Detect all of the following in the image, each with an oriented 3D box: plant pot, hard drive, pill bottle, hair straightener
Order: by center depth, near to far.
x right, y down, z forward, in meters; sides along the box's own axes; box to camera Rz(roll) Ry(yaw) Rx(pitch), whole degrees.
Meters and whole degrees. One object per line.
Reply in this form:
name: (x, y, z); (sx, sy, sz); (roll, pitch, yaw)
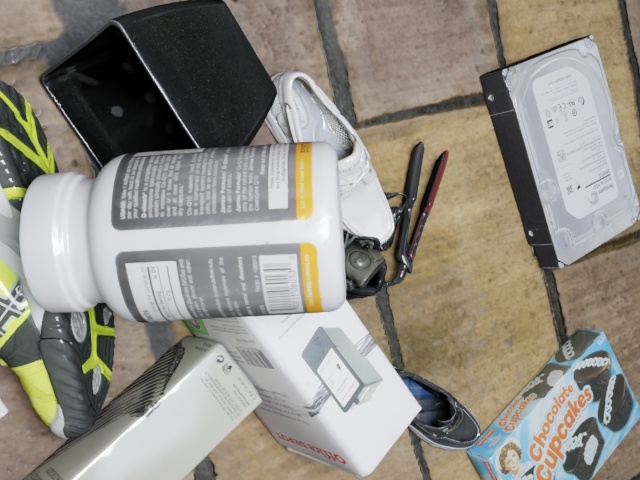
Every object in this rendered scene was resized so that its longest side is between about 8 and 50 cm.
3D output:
pill bottle: (-0.118, -0.006, 0.709); (0.278, 0.162, 0.162); (-3, 91, 3)
plant pot: (-0.163, -0.167, 0.857); (0.167, 0.188, 0.187); (-46, 112, -37)
hair straightener: (0.113, -0.038, 1.107); (0.089, 0.047, 0.230); (20, 84, -8)
hard drive: (0.412, -0.150, 1.274); (0.237, 0.064, 0.339); (-24, 102, -29)

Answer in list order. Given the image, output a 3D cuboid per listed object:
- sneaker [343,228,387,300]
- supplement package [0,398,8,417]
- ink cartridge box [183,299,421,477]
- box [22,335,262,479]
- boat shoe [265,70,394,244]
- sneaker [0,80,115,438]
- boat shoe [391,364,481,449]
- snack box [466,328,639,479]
sneaker: (0.000, 0.000, 0.978); (0.227, 0.130, 0.087); (41, 67, -22)
supplement package: (-0.447, 0.077, 0.669); (0.175, 0.177, 0.293); (-37, 108, -26)
ink cartridge box: (-0.037, 0.132, 0.909); (0.115, 0.198, 0.273); (-44, 111, -26)
box: (-0.207, 0.233, 0.855); (0.275, 0.113, 0.094); (-42, 109, -27)
boat shoe: (0.019, -0.099, 1.002); (0.098, 0.096, 0.277); (-42, 108, -16)
sneaker: (-0.326, 0.033, 0.792); (0.147, 0.145, 0.385); (-12, 106, 5)
boat shoe: (0.165, 0.246, 1.103); (0.228, 0.076, 0.080); (39, 70, -25)
snack box: (0.394, 0.316, 1.253); (0.322, 0.060, 0.187); (-38, 108, -26)
